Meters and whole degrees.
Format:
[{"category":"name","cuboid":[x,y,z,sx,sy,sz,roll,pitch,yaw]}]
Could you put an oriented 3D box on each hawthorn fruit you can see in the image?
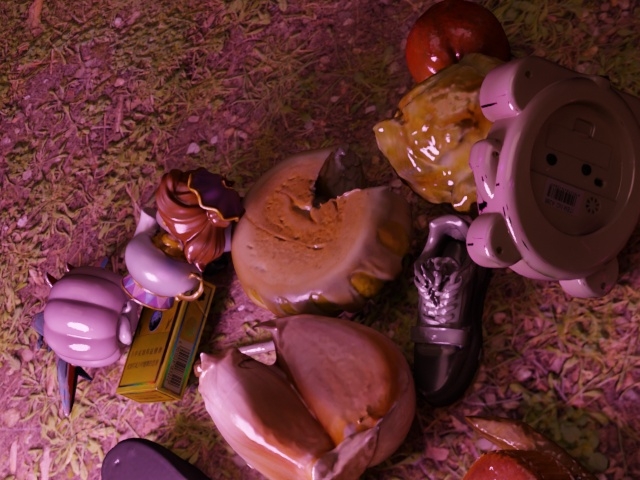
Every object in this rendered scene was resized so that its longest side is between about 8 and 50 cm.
[{"category":"hawthorn fruit","cuboid":[0.229,-0.321,1.966,0.189,0.189,0.189,-17,55,25]}]

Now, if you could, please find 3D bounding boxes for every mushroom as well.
[{"category":"mushroom","cuboid":[-0.094,0.182,1.941,0.306,0.043,0.068,-19,24,34]}]

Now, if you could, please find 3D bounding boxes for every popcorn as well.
[{"category":"popcorn","cuboid":[0.237,-0.147,1.823,0.225,0.276,0.276,-41,45,-18]}]

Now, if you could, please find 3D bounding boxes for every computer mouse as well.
[{"category":"computer mouse","cuboid":[-0.244,0.422,1.883,0.270,0.086,0.137,32,92,34]}]

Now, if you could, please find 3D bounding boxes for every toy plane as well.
[{"category":"toy plane","cuboid":[-0.455,0.184,2.161,0.223,0.104,0.326,-23,57,22]}]

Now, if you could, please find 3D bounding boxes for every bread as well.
[{"category":"bread","cuboid":[0.251,0.372,1.525,0.199,0.104,0.199,-11,75,47]},{"category":"bread","cuboid":[0.000,0.000,1.926,0.333,0.160,0.333,-18,53,26]}]

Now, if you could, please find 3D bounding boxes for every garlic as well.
[{"category":"garlic","cuboid":[-0.017,0.254,1.747,0.313,0.249,0.286,38,109,39]}]

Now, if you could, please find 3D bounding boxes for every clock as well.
[{"category":"clock","cuboid":[0.345,-0.088,1.676,0.114,0.284,0.309,-2,71,65]}]

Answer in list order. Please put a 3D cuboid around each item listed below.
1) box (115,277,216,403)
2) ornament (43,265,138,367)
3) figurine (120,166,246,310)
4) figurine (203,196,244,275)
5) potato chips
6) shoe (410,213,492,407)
[{"category":"box","cuboid":[-0.273,0.173,2.047,0.141,0.064,0.220,-13,53,50]},{"category":"ornament","cuboid":[-0.393,0.135,2.032,0.178,0.177,0.177,-17,55,25]},{"category":"figurine","cuboid":[-0.230,-0.012,1.945,0.189,0.142,0.263,41,111,22]},{"category":"figurine","cuboid":[-0.192,-0.016,2.092,0.192,0.147,0.126,-40,66,32]},{"category":"potato chips","cuboid":[0.337,0.339,1.561,0.080,0.057,0.407,-48,48,3]},{"category":"shoe","cuboid":[0.180,0.093,1.757,0.109,0.149,0.293,0,62,33]}]
